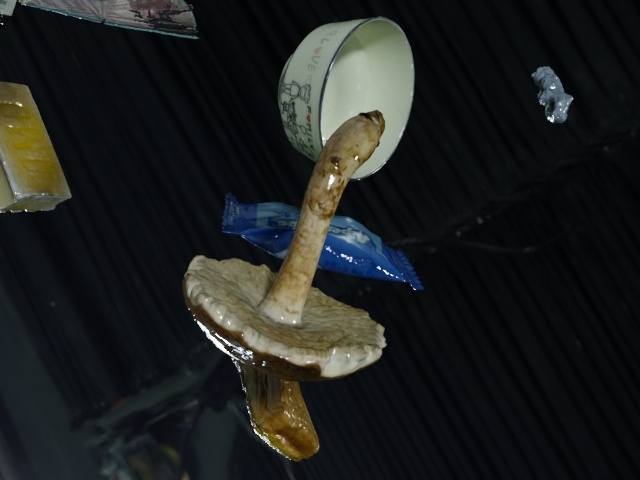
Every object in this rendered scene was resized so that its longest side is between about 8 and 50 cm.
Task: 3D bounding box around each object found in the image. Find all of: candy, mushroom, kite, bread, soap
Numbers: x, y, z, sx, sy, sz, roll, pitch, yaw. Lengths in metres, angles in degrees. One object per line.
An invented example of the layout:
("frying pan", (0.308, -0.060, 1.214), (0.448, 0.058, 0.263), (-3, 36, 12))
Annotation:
("candy", (0.000, 0.000, 1.632), (0.187, 0.331, 0.077), (-104, -150, -69))
("mushroom", (-0.043, 0.006, 1.110), (0.208, 0.301, 0.233), (-8, 174, 26))
("kite", (-0.259, -0.393, 1.294), (0.314, 0.335, 0.011), (-41, -152, -14))
("bread", (-0.078, 0.217, 1.542), (0.077, 0.271, 0.139), (-32, 131, 5))
("soap", (-0.648, -0.198, 2.120), (0.089, 0.274, 0.173), (-28, 170, 26))

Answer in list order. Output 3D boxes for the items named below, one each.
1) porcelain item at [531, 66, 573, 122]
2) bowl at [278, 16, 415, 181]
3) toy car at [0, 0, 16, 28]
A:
("porcelain item", (0.264, -0.165, 1.143), (0.028, 0.083, 0.036), (9, 131, -18))
("bowl", (0.026, -0.214, 1.459), (0.126, 0.237, 0.238), (19, -154, 35))
("toy car", (-0.642, -0.443, 1.637), (0.193, 0.301, 0.118), (0, 124, -52))
